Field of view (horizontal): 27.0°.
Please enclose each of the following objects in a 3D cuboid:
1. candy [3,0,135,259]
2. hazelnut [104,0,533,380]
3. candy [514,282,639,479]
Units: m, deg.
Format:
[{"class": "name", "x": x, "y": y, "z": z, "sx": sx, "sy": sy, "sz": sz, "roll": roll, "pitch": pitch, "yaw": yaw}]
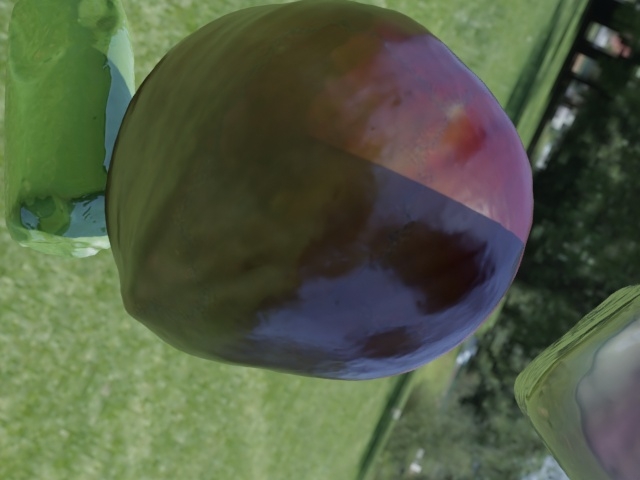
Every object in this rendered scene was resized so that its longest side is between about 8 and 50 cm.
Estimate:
[{"class": "candy", "x": -0.275, "y": -0.143, "z": 1.470, "sx": 0.142, "sy": 0.132, "sz": 0.343, "roll": -50, "pitch": -142, "yaw": 44}, {"class": "hazelnut", "x": -0.017, "y": -0.045, "z": 1.201, "sx": 0.409, "sy": 0.359, "sz": 0.359, "roll": 2, "pitch": -121, "yaw": 52}, {"class": "candy", "x": 0.243, "y": 0.143, "z": 0.946, "sx": 0.145, "sy": 0.208, "sz": 0.359, "roll": -33, "pitch": 174, "yaw": 3}]
